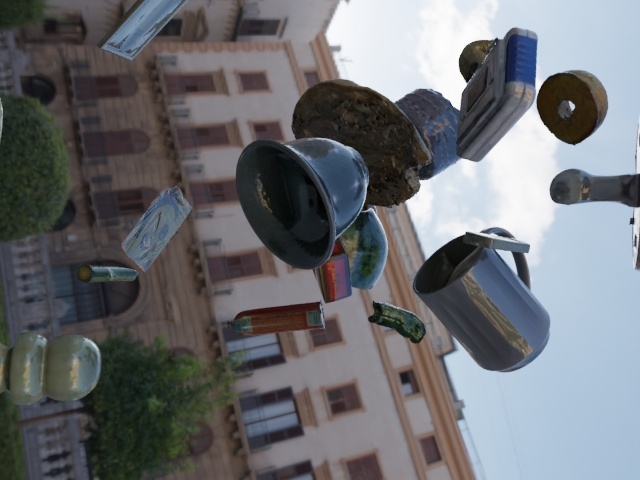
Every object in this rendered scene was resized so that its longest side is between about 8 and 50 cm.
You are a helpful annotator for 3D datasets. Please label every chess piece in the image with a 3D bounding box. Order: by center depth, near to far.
[{"bbox_3d":[-0.605,0.254,1.241,0.182,0.330,0.183,-178,-90,-75],"label":"chess piece"}]

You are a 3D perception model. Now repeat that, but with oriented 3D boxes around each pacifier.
[{"bbox_3d":[0.644,-0.103,1.318,0.273,0.220,0.333,11,-76,59],"label":"pacifier"}]

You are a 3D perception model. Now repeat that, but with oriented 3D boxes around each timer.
[{"bbox_3d":[0.340,-0.285,1.260,0.253,0.078,0.179,117,-16,-65],"label":"timer"}]

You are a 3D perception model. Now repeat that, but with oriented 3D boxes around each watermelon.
[{"bbox_3d":[0.091,0.030,1.760,0.305,0.180,0.224,-23,106,-68],"label":"watermelon"}]

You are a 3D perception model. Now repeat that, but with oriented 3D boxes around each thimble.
[{"bbox_3d":[0.286,-0.295,1.733,0.236,0.172,0.205,48,-21,21],"label":"thimble"}]

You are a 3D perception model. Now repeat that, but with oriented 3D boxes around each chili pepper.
[{"bbox_3d":[0.261,0.272,2.154,0.098,0.224,0.061,-57,-168,16],"label":"chili pepper"}]

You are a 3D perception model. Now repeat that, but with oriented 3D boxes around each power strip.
[{"bbox_3d":[0.420,0.005,1.489,0.079,0.226,0.029,17,-83,44],"label":"power strip"}]

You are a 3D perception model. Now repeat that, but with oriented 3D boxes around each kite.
[{"bbox_3d":[-0.528,-0.030,2.042,0.013,0.377,0.328,28,-65,12],"label":"kite"}]

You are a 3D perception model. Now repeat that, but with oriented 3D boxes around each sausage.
[{"bbox_3d":[-0.120,0.207,1.661,0.083,0.263,0.083,-7,90,-81],"label":"sausage"}]

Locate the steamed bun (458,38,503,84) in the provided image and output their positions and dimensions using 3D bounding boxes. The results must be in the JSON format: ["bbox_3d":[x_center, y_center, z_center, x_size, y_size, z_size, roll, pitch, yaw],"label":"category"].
[{"bbox_3d":[0.494,-0.488,1.849,0.141,0.172,0.156,83,9,-68],"label":"steamed bun"}]

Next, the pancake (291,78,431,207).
[{"bbox_3d":[0.103,-0.228,1.590,0.382,0.071,0.382,22,-37,18],"label":"pancake"}]

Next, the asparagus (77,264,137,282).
[{"bbox_3d":[-0.496,0.078,1.483,0.178,0.045,0.041,10,76,-71],"label":"asparagus"}]

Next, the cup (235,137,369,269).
[{"bbox_3d":[-0.005,-0.077,0.929,0.199,0.150,0.199,30,-44,34],"label":"cup"}]

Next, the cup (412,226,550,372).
[{"bbox_3d":[0.460,0.143,1.697,0.327,0.323,0.236,46,-21,-15],"label":"cup"}]

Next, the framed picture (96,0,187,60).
[{"bbox_3d":[-0.482,-0.628,1.774,0.016,0.289,0.213,47,9,0],"label":"framed picture"}]

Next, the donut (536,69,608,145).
[{"bbox_3d":[0.561,-0.301,1.393,0.162,0.065,0.178,61,-17,4],"label":"donut"}]

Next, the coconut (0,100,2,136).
[{"bbox_3d":[-0.478,-0.139,0.633,0.245,0.247,0.245,16,90,-82],"label":"coconut"}]

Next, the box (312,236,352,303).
[{"bbox_3d":[-0.001,0.000,1.406,0.153,0.074,0.240,88,-15,-47],"label":"box"}]

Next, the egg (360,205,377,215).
[{"bbox_3d":[0.146,-0.095,2.048,0.083,0.071,0.071,47,-20,-13],"label":"egg"}]
